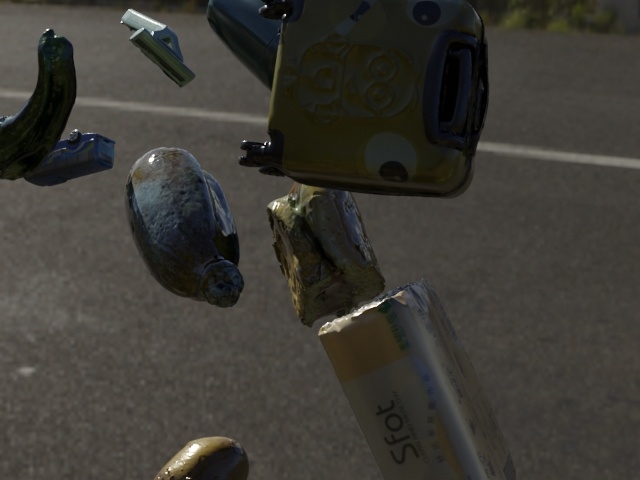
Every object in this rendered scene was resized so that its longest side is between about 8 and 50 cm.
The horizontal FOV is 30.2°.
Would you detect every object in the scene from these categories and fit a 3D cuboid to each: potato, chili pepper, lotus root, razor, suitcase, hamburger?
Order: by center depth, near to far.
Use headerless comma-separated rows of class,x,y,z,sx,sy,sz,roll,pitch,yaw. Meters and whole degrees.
chili pepper,-0.241,-0.097,0.971,0.050,0.073,0.182,24,-32,-21
suitcase,0.053,-0.142,1.179,0.234,0.194,0.143,7,-4,16
lotus root,-0.192,-0.003,1.661,0.140,0.158,0.322,-31,43,7
potato,-0.175,0.360,1.690,0.137,0.137,0.176,9,50,22
hamburger,0.000,0.000,1.743,0.132,0.211,0.309,-17,-16,-5
razor,-0.269,-0.331,1.890,0.111,0.056,0.278,41,5,-30

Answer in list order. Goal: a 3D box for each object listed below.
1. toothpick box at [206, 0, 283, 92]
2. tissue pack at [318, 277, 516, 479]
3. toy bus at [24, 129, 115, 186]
toothpick box,-0.077,-0.299,1.706,0.120,0.120,0.184,-13,47,-45
tissue pack,0.094,0.151,1.050,0.090,0.222,0.186,-24,-2,17
toy bus,-0.371,-0.119,1.736,0.153,0.061,0.051,-12,-21,29
